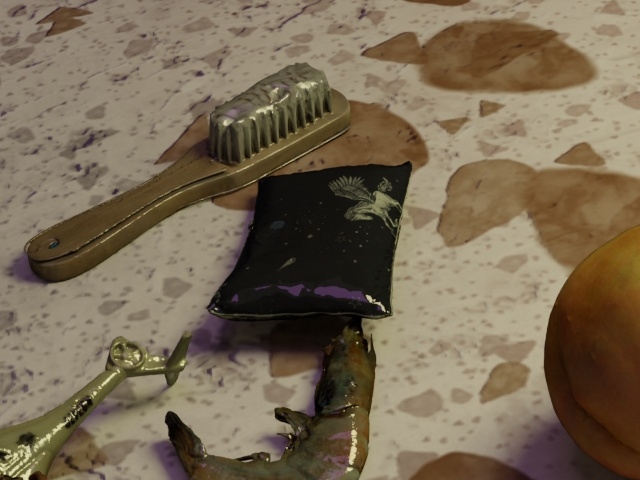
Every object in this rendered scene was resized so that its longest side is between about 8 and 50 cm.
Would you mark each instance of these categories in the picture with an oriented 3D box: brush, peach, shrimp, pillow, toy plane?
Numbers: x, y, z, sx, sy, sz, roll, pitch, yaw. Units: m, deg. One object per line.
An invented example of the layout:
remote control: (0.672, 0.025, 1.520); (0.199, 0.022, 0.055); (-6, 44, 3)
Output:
brush: (-0.109, -0.066, 1.548); (0.327, 0.065, 0.070); (-31, 44, -26)
peach: (0.233, 0.071, 1.195); (0.184, 0.184, 0.184); (-6, 36, 4)
shrimp: (-0.034, 0.117, 1.309); (0.148, 0.035, 0.195); (-3, 38, 12)
pillow: (0.000, 0.000, 1.434); (0.141, 0.055, 0.208); (-2, 33, 13)
toy plane: (-0.202, 0.147, 1.260); (0.108, 0.092, 0.286); (33, 50, 15)

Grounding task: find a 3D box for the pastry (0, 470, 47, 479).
pastry: (-0.185, 0.250, 1.004); (0.193, 0.275, 0.275); (24, 32, -18)
